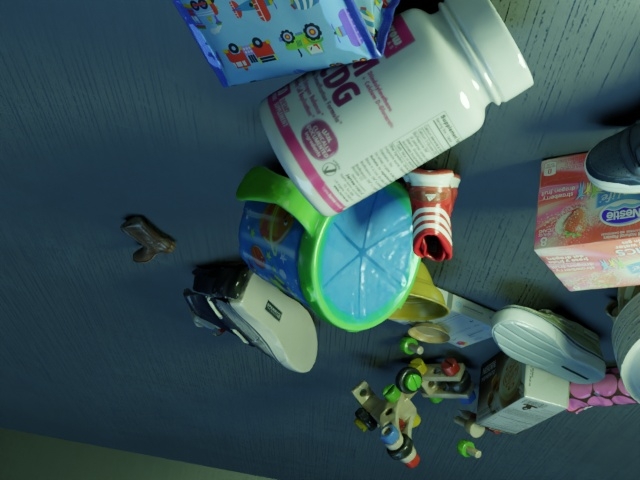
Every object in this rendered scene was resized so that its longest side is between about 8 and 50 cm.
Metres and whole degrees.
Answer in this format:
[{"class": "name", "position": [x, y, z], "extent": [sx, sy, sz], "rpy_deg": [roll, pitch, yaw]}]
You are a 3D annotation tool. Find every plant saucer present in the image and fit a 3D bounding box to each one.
[{"class": "plant saucer", "position": [0.214, 0.179, 1.969], "extent": [0.084, 0.015, 0.083], "rpy_deg": [10, 155, 5]}]

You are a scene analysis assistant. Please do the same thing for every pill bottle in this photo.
[{"class": "pill bottle", "position": [0.086, -0.162, 1.151], "extent": [0.283, 0.160, 0.160], "rpy_deg": [-31, 141, 10]}]

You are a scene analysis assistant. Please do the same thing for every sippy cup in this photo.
[{"class": "sippy cup", "position": [0.000, 0.000, 1.548], "extent": [0.224, 0.240, 0.305], "rpy_deg": [16, 126, 46]}]

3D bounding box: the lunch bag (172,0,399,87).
[{"class": "lunch bag", "position": [-0.076, -0.322, 1.069], "extent": [0.221, 0.138, 0.293], "rpy_deg": [-4, 141, 35]}]

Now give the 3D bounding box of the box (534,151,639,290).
[{"class": "box", "position": [0.460, -0.035, 1.370], "extent": [0.300, 0.154, 0.142], "rpy_deg": [-9, 147, 34]}]

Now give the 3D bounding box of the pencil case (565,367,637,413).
[{"class": "pencil case", "position": [0.601, 0.311, 2.078], "extent": [0.209, 0.095, 0.098], "rpy_deg": [-11, 111, 41]}]

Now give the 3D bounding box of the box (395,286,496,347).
[{"class": "box", "position": [0.244, 0.149, 1.959], "extent": [0.186, 0.038, 0.145], "rpy_deg": [23, 152, -20]}]

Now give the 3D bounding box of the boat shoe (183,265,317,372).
[{"class": "boat shoe", "position": [-0.139, 0.157, 2.060], "extent": [0.158, 0.127, 0.340], "rpy_deg": [2, 145, 32]}]

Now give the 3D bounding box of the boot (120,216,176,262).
[{"class": "boot", "position": [-0.346, -0.002, 1.896], "extent": [0.106, 0.037, 0.114], "rpy_deg": [-20, 145, 27]}]

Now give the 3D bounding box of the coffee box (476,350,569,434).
[{"class": "coffee box", "position": [0.415, 0.297, 2.071], "extent": [0.098, 0.141, 0.246], "rpy_deg": [15, 155, -9]}]

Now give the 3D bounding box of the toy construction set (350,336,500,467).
[{"class": "toy construction set", "position": [0.217, 0.365, 2.244], "extent": [0.309, 0.257, 0.237], "rpy_deg": [25, 175, -30]}]

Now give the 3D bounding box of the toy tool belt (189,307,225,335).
[{"class": "toy tool belt", "position": [-0.247, 0.172, 2.205], "extent": [0.083, 0.052, 0.051], "rpy_deg": [32, 179, -30]}]

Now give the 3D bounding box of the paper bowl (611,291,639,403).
[{"class": "paper bowl", "position": [0.637, 0.192, 1.663], "extent": [0.284, 0.148, 0.284], "rpy_deg": [1, 132, 1]}]

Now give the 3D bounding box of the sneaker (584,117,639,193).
[{"class": "sneaker", "position": [0.440, -0.146, 1.213], "extent": [0.282, 0.099, 0.153], "rpy_deg": [-13, 150, 29]}]

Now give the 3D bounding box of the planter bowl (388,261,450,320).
[{"class": "planter bowl", "position": [0.124, 0.074, 1.781], "extent": [0.217, 0.090, 0.217], "rpy_deg": [7, 164, 2]}]

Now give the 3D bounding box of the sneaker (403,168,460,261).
[{"class": "sneaker", "position": [0.154, -0.036, 1.446], "extent": [0.087, 0.128, 0.221], "rpy_deg": [3, -179, 13]}]

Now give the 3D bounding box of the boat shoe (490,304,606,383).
[{"class": "boat shoe", "position": [0.422, 0.180, 1.880], "extent": [0.109, 0.094, 0.302], "rpy_deg": [-26, 137, 38]}]

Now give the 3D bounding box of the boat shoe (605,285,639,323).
[{"class": "boat shoe", "position": [0.540, 0.129, 1.779], "extent": [0.072, 0.068, 0.190], "rpy_deg": [17, 145, 18]}]
